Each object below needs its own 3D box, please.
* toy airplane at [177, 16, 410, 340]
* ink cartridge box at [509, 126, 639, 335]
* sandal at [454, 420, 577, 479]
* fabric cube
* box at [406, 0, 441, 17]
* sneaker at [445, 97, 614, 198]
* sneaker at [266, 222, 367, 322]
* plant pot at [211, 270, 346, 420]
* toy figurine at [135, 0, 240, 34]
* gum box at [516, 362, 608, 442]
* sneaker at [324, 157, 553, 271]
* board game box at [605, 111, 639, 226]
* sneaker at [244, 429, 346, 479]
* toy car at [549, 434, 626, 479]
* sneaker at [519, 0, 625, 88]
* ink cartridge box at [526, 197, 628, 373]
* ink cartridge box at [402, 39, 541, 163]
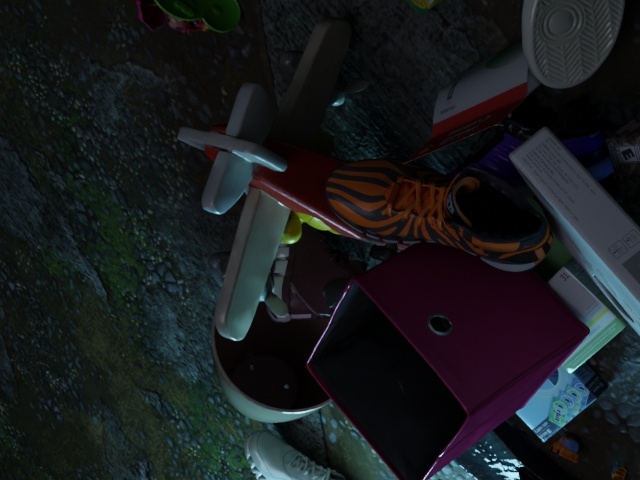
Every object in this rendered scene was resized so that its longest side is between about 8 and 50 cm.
[{"bbox_3d":[-0.055,-0.092,1.935,0.272,0.386,0.384,13,128,57],"label":"toy airplane"},{"bbox_3d":[0.372,0.024,1.623,0.296,0.066,0.261,54,-175,31],"label":"ink cartridge box"},{"bbox_3d":[0.352,0.440,2.102,0.446,0.107,0.167,37,138,17],"label":"sandal"},{"bbox_3d":[0.179,0.157,1.887,0.254,0.258,0.259,50,146,18],"label":"fabric cube"},{"bbox_3d":[0.150,-0.401,1.784,0.105,0.043,0.179,44,137,11],"label":"box"},{"bbox_3d":[0.260,-0.128,1.817,0.293,0.102,0.146,-14,106,37],"label":"sneaker"},{"bbox_3d":[0.000,0.000,2.165,0.106,0.162,0.281,-149,64,-83],"label":"sneaker"},{"bbox_3d":[-0.080,0.220,2.292,0.256,0.256,0.274,46,155,11],"label":"plant pot"},{"bbox_3d":[-0.231,-0.386,2.130,0.173,0.130,0.159,37,157,-17],"label":"toy figurine"},{"bbox_3d":[0.330,0.203,2.016,0.184,0.041,0.157,46,139,9],"label":"gum box"},{"bbox_3d":[0.153,-0.057,1.720,0.321,0.124,0.180,13,170,12],"label":"sneaker"},{"bbox_3d":[0.530,-0.056,1.575,0.291,0.141,0.232,-3,114,45],"label":"board game box"},{"bbox_3d":[-0.018,0.460,2.485,0.292,0.110,0.118,43,131,1],"label":"sneaker"},{"bbox_3d":[0.422,0.342,2.041,0.122,0.060,0.040,24,88,9],"label":"toy car"},{"bbox_3d":[0.290,-0.366,1.603,0.148,0.131,0.350,-114,17,-60],"label":"sneaker"},{"bbox_3d":[0.333,0.064,1.898,0.235,0.056,0.171,45,146,8],"label":"ink cartridge box"},{"bbox_3d":[0.214,-0.196,1.718,0.181,0.224,0.056,-22,103,48],"label":"ink cartridge box"}]
